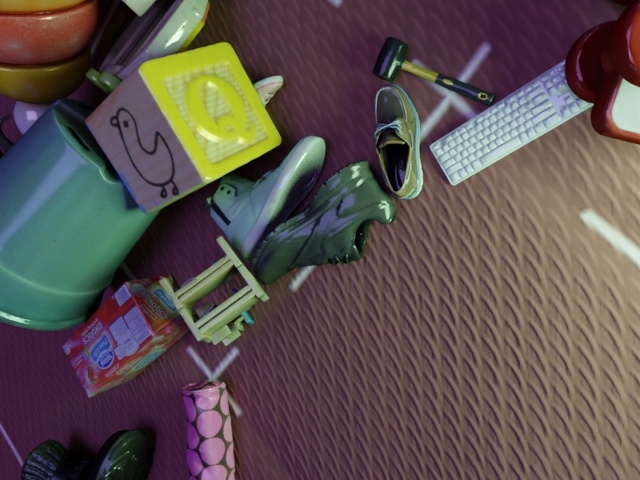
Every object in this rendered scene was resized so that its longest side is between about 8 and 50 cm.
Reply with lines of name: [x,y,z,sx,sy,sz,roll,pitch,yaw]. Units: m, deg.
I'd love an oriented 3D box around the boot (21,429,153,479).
boot: [-0.539,0.516,1.099,0.260,0.131,0.347,30,107,23]

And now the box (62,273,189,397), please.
box: [-0.396,0.196,1.004,0.257,0.123,0.128,-40,75,24]

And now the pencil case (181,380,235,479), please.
pencil case: [-0.225,0.380,0.951,0.098,0.095,0.209,-2,91,44]

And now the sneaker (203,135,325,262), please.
sneaker: [-0.108,-0.102,0.849,0.151,0.094,0.255,43,110,21]

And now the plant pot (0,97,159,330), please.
plant pot: [-0.483,-0.065,0.936,0.334,0.341,0.341,-44,74,14]

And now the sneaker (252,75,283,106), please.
sneaker: [-0.115,-0.239,0.870,0.135,0.051,0.070,-21,98,21]

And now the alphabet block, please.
alphabet block: [-0.221,-0.181,0.799,0.197,0.193,0.192,-18,107,43]

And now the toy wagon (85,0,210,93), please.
toy wagon: [-0.326,-0.388,0.904,0.267,0.068,0.344,-55,39,-4]

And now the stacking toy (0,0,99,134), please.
stacking toy: [-0.542,-0.374,0.891,0.351,0.351,0.479,31,134,22]

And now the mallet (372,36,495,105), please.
mallet: [0.165,-0.238,0.732,0.190,0.039,0.062,37,108,16]

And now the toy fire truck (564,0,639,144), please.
toy fire truck: [0.441,-0.246,0.527,0.254,0.169,0.301,15,100,5]

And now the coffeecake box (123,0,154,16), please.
coffeecake box: [-0.295,-0.486,0.840,0.142,0.068,0.185,-41,40,13]

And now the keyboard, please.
keyboard: [0.282,-0.173,0.685,0.256,0.014,0.072,-31,79,26]

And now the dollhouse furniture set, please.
dollhouse furniture set: [-0.176,0.097,0.876,0.129,0.183,0.129,-36,76,-6]

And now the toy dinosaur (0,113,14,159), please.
toy dinosaur: [-0.772,-0.160,1.197,0.160,0.121,0.313,38,106,7]

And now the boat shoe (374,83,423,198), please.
boat shoe: [0.117,-0.155,0.742,0.066,0.066,0.183,-15,87,27]

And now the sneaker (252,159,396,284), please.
sneaker: [0.000,0.000,0.800,0.286,0.109,0.130,-41,85,28]
